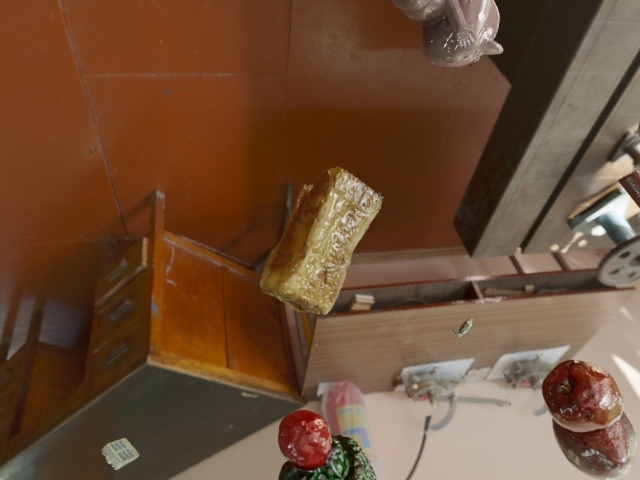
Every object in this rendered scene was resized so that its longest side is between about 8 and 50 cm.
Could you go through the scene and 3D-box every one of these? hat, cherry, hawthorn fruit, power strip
[{"bbox_3d":[-0.019,0.519,1.060,0.242,0.274,0.332,-16,113,16],"label":"hat"},{"bbox_3d":[0.751,0.546,1.335,0.206,0.240,0.239,-15,148,42],"label":"cherry"},{"bbox_3d":[0.632,0.377,1.189,0.200,0.179,0.179,31,123,-30],"label":"hawthorn fruit"},{"bbox_3d":[-0.317,0.337,0.765,0.016,0.040,0.090,-43,171,-12],"label":"power strip"},{"bbox_3d":[0.450,0.275,1.529,0.035,0.055,0.083,32,137,7],"label":"power strip"}]

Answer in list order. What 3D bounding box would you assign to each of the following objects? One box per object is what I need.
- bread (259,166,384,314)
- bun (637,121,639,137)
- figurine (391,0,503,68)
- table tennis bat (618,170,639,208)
[{"bbox_3d":[-0.001,0.000,1.133,0.195,0.148,0.344,32,81,-37],"label":"bread"},{"bbox_3d":[0.855,-0.243,1.099,0.220,0.220,0.134,22,111,-35],"label":"bun"},{"bbox_3d":[0.228,-0.450,0.896,0.287,0.176,0.186,28,92,-25],"label":"figurine"},{"bbox_3d":[0.914,0.001,1.231,0.051,0.415,0.268,-30,169,-4],"label":"table tennis bat"}]
